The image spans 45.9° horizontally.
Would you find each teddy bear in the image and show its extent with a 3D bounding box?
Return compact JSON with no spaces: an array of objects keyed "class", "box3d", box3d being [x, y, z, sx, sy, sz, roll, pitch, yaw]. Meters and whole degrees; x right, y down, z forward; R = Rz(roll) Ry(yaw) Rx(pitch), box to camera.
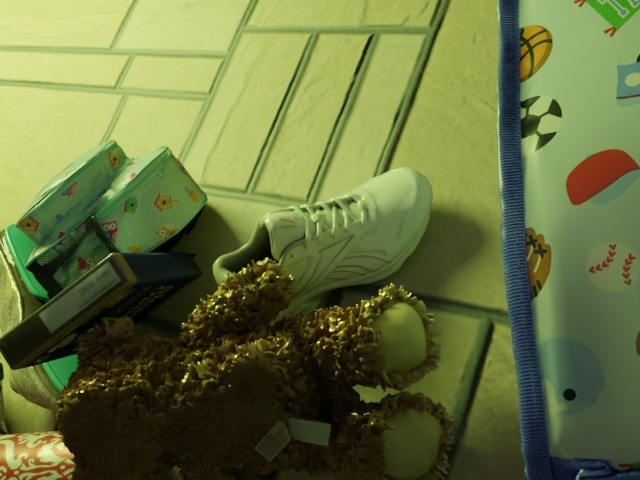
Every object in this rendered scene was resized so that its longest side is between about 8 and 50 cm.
[{"class":"teddy bear","box3d":[-0.052,0.139,0.658,0.338,0.113,0.245,-24,94,12]}]

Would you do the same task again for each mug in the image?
[{"class":"mug","box3d":[-0.254,0.254,0.752,0.169,0.150,0.113,-12,24,18]}]

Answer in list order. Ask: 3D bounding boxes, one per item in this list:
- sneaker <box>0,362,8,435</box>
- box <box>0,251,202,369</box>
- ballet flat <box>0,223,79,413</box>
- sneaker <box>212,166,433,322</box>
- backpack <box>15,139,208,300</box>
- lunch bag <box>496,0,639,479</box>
[{"class":"sneaker","box3d":[-0.390,0.222,0.851,0.094,0.081,0.209,-30,58,58]},{"class":"box","box3d":[-0.201,0.063,0.755,0.136,0.225,0.036,-36,85,8]},{"class":"ballet flat","box3d":[-0.314,0.111,0.857,0.106,0.107,0.316,-54,45,19]},{"class":"sneaker","box3d":[0.000,0.000,0.718,0.232,0.115,0.090,-35,54,8]},{"class":"backpack","box3d":[-0.223,-0.029,0.826,0.188,0.144,0.166,-30,15,2]},{"class":"lunch bag","box3d":[0.291,-0.020,0.501,0.327,0.239,0.386,-8,55,23]}]
